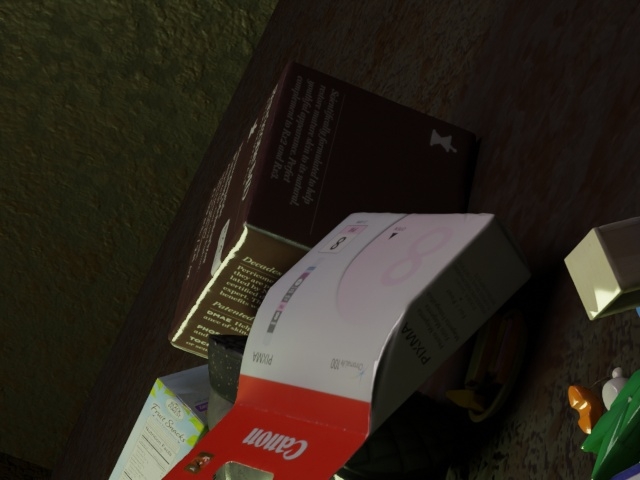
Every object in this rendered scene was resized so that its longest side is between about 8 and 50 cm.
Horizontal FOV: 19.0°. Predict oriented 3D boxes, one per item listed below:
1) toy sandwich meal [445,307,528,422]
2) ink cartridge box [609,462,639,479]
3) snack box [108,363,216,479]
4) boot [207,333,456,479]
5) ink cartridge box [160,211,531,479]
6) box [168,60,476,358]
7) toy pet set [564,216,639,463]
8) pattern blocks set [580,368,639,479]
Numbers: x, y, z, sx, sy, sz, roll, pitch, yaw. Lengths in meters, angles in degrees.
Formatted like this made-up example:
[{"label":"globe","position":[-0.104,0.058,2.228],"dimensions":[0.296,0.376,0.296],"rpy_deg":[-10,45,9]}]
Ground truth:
[{"label":"toy sandwich meal","position":[0.105,0.076,1.212],"dimensions":[0.085,0.029,0.085],"rpy_deg":[-159,90,-80]},{"label":"ink cartridge box","position":[0.161,0.180,0.517],"dimensions":[0.324,0.071,0.330],"rpy_deg":[-40,27,56]},{"label":"snack box","position":[-0.101,0.199,1.677],"dimensions":[0.174,0.070,0.207],"rpy_deg":[-13,-43,-49]},{"label":"boot","position":[-0.006,0.204,1.364],"dimensions":[0.338,0.118,0.222],"rpy_deg":[-152,68,-71]},{"label":"ink cartridge box","position":[0.001,0.072,1.220],"dimensions":[0.232,0.066,0.189],"rpy_deg":[-39,18,-22]},{"label":"box","position":[0.000,0.000,1.529],"dimensions":[0.203,0.167,0.168],"rpy_deg":[125,163,-53]},{"label":"toy pet set","position":[0.168,0.045,0.928],"dimensions":[0.122,0.065,0.114],"rpy_deg":[123,130,-60]},{"label":"pattern blocks set","position":[0.132,0.187,0.758],"dimensions":[0.285,0.026,0.325],"rpy_deg":[-54,20,31]}]
